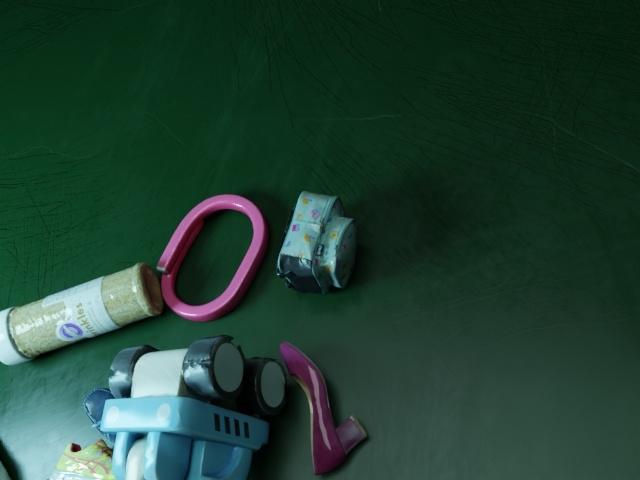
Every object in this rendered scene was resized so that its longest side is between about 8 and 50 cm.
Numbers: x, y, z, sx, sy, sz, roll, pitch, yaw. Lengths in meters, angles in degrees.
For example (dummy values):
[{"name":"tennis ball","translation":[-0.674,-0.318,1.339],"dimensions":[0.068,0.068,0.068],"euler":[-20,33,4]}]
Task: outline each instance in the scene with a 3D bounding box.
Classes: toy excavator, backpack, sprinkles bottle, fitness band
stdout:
[{"name":"toy excavator","translation":[-0.251,0.376,1.036],"dimensions":[0.222,0.433,0.446],"euler":[-10,63,26]},{"name":"backpack","translation":[0.000,0.000,1.308],"dimensions":[0.144,0.166,0.189],"euler":[2,68,15]},{"name":"sprinkles bottle","translation":[-0.519,0.156,1.400],"dimensions":[0.355,0.121,0.121],"euler":[-20,61,5]},{"name":"fitness band","translation":[-0.232,0.034,1.420],"dimensions":[0.208,0.054,0.291],"euler":[19,72,23]}]

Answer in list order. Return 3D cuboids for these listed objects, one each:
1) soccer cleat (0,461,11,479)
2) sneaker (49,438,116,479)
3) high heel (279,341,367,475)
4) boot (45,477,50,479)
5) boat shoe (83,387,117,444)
[{"name":"soccer cleat","translation":[-0.702,0.438,1.336],"dimensions":[0.196,0.076,0.068],"euler":[37,79,28]},{"name":"sneaker","translation":[-0.421,0.431,1.261],"dimensions":[0.208,0.081,0.094],"euler":[1,60,15]},{"name":"high heel","translation":[-0.030,0.306,1.214],"dimensions":[0.117,0.082,0.244],"euler":[-35,73,-14]},{"name":"boot","translation":[-0.530,0.525,1.270],"dimensions":[0.087,0.042,0.118],"euler":[-47,61,-3]},{"name":"boat shoe","translation":[-0.368,0.356,1.277],"dimensions":[0.258,0.089,0.109],"euler":[21,71,24]}]
